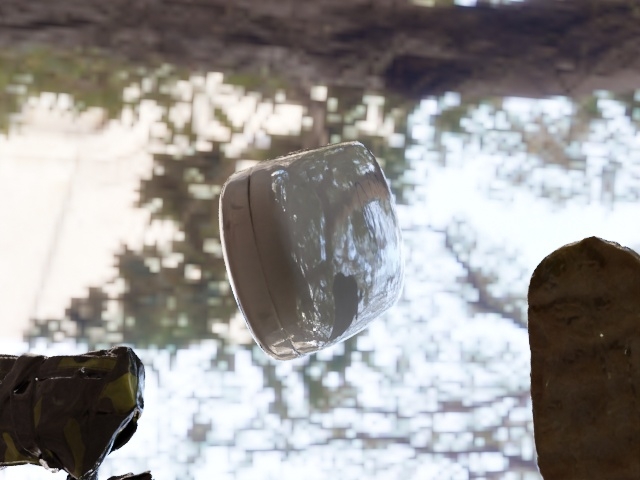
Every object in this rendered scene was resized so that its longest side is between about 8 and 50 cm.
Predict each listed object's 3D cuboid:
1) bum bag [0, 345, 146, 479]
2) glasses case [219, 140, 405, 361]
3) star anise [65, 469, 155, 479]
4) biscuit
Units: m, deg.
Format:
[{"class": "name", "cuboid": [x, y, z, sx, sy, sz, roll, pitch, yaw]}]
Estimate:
[{"class": "bum bag", "cuboid": [-0.217, 0.133, 1.469, 0.232, 0.060, 0.107, -5, -117, 47]}, {"class": "glasses case", "cuboid": [0.000, 0.000, 0.915, 0.233, 0.059, 0.092, -22, 96, -77]}, {"class": "star anise", "cuboid": [-0.185, 0.229, 1.461, 0.157, 0.212, 0.053, -18, -69, 43]}, {"class": "biscuit", "cuboid": [0.142, 0.070, 0.977, 0.071, 0.018, 0.147, 1, -82, 27]}]
